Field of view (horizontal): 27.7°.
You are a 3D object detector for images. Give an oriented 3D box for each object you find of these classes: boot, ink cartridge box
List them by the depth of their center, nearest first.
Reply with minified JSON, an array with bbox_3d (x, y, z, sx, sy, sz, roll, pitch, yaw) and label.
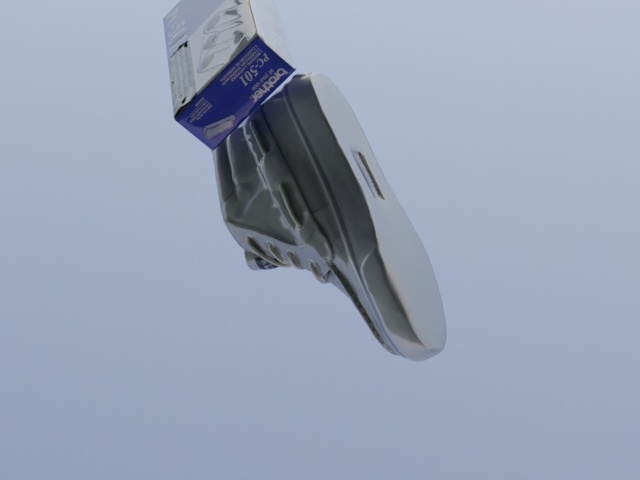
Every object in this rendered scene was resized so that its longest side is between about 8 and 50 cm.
[{"bbox_3d":[0.000,0.000,1.029,0.123,0.095,0.258,-33,-116,23],"label":"boot"},{"bbox_3d":[-0.081,-0.165,1.086,0.097,0.046,0.207,-42,-151,17],"label":"ink cartridge box"}]
